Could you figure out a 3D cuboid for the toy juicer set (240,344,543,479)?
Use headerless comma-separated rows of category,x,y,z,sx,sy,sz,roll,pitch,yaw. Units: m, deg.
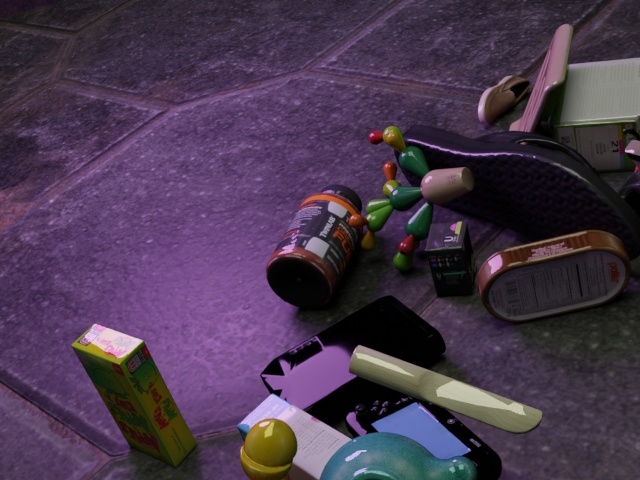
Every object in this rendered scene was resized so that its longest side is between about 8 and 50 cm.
toy juicer set,0.033,0.229,0.917,0.209,0.089,0.329,40,89,18

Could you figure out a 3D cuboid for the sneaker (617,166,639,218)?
sneaker,0.486,-0.026,1.193,0.135,0.098,0.276,-33,34,-20

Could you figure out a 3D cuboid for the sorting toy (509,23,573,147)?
sorting toy,0.338,-0.206,1.453,0.038,0.208,0.193,21,43,2

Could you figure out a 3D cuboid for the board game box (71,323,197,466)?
board game box,-0.226,0.191,1.155,0.092,0.181,0.043,12,44,37

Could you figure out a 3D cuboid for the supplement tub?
supplement tub,0.000,0.000,1.383,0.106,0.106,0.198,-1,39,25

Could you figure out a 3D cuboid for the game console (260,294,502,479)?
game console,0.087,0.190,1.108,0.213,0.044,0.361,-29,31,-15

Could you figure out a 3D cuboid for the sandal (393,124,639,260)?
sandal,0.277,-0.096,1.322,0.107,0.168,0.445,-40,37,-18

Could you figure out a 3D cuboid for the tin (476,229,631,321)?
tin,0.292,0.048,1.177,0.189,0.106,0.040,-14,42,9

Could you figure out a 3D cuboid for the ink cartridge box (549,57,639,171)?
ink cartridge box,0.490,-0.196,1.433,0.255,0.097,0.189,-1,37,22

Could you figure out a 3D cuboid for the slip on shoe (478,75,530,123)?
slip on shoe,0.318,-0.245,1.627,0.041,0.051,0.135,9,35,38

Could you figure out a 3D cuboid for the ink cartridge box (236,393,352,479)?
ink cartridge box,-0.001,0.254,1.027,0.061,0.104,0.181,-39,39,-28

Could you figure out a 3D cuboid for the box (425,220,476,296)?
box,0.179,0.025,1.280,0.052,0.083,0.062,-5,36,20

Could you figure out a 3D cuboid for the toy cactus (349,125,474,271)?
toy cactus,0.130,-0.073,1.346,0.180,0.112,0.219,-15,62,40

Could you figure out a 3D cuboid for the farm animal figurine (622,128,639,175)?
farm animal figurine,0.466,-0.026,1.043,0.330,0.172,0.327,-38,39,8
